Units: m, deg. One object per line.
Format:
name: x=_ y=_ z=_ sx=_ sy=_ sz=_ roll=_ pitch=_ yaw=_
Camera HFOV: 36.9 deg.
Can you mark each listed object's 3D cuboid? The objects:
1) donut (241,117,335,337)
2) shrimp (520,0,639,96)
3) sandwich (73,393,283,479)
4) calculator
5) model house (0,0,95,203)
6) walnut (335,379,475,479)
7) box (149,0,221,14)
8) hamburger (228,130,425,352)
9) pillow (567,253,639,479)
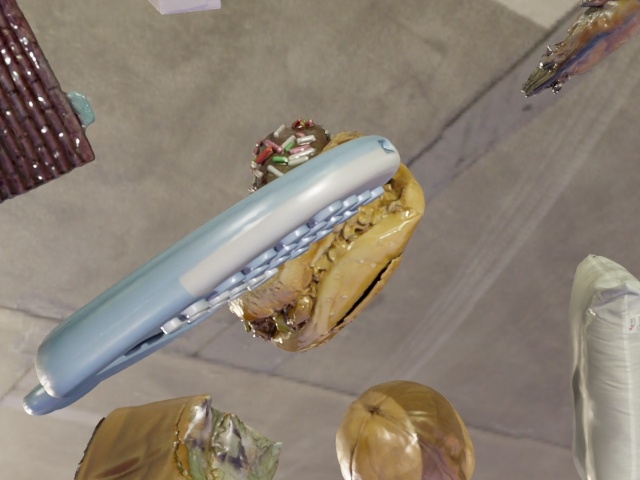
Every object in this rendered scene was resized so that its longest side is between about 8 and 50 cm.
donut: x=-0.037 y=-0.006 z=1.105 sx=0.103 sy=0.269 sz=0.269 roll=5 pitch=147 yaw=-5
shrimp: x=0.267 y=-0.248 z=1.020 sx=0.152 sy=0.046 sz=0.219 roll=34 pitch=125 yaw=-13
sandwich: x=-0.157 y=0.300 z=1.025 sx=0.198 sy=0.227 sz=0.155 roll=-15 pitch=139 yaw=40
calculator: x=-0.077 y=0.027 z=0.608 sx=0.303 sy=0.042 sz=0.188 roll=-33 pitch=178 yaw=20
model house: x=-0.425 y=-0.180 z=1.138 sx=0.249 sy=0.280 sz=0.230 roll=-28 pitch=-166 yaw=-14
walnut: x=0.104 y=0.261 z=1.188 sx=0.165 sy=0.165 sz=0.197 roll=-19 pitch=132 yaw=27
box: x=-0.251 y=-0.500 z=1.593 sx=0.111 sy=0.260 sz=0.194 roll=-10 pitch=117 yaw=-15
hamburger: x=0.000 y=0.000 z=0.872 sx=0.108 sy=0.213 sz=0.214 roll=34 pitch=138 yaw=-13
pillow: x=0.282 y=0.146 z=0.930 sx=0.078 sy=0.253 sz=0.144 roll=-5 pitch=-172 yaw=-5
